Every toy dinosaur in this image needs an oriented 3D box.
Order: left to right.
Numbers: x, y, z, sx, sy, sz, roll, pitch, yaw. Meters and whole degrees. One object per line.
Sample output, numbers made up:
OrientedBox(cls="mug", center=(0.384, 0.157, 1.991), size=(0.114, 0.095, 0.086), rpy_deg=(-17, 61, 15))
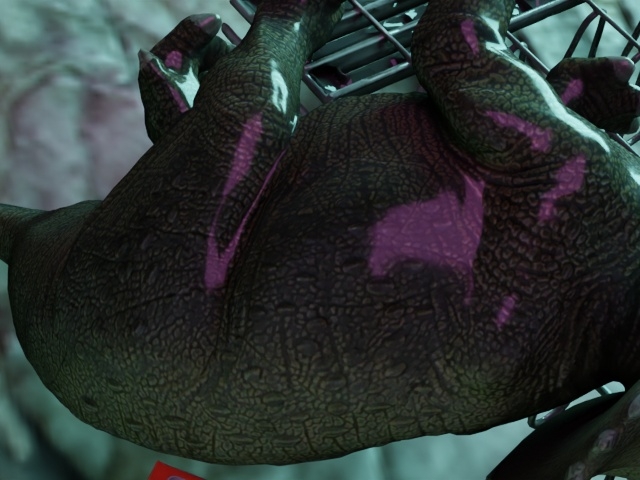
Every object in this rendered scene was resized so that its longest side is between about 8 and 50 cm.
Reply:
OrientedBox(cls="toy dinosaur", center=(0.000, 0.000, 0.489), size=(0.313, 0.121, 0.160), rpy_deg=(6, 55, 14))

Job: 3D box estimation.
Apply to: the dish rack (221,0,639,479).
OrientedBox(cls="dish rack", center=(0.103, -0.019, 0.619), size=(0.208, 0.074, 0.271), rpy_deg=(-24, 59, -32))

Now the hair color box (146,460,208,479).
OrientedBox(cls="hair color box", center=(-0.050, 0.130, 0.450), size=(0.043, 0.072, 0.141), rpy_deg=(20, 50, 7))
